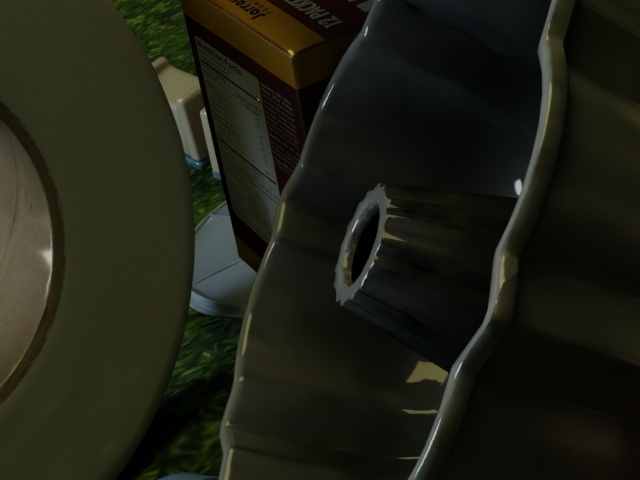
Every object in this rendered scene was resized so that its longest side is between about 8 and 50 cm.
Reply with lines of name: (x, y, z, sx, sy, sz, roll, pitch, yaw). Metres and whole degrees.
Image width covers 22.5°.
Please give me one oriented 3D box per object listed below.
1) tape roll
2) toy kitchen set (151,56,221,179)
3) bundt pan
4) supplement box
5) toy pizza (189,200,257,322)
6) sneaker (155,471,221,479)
tape roll: (-0.241, 0.009, 0.846, 0.392, 0.392, 0.072, -39, 27, -31)
toy kitchen set: (-0.079, -0.118, 1.344, 0.207, 0.122, 0.166, 25, 50, 35)
bundt pan: (0.071, 0.019, 0.689, 0.331, 0.124, 0.331, -161, 90, -75)
supplement box: (0.046, -0.080, 0.934, 0.191, 0.194, 0.129, -26, 37, -21)
toy pizza: (0.000, 0.000, 1.066, 0.201, 0.032, 0.201, -16, 27, 8)
sneaker: (-0.135, 0.186, 0.748, 0.090, 0.081, 0.232, 10, 41, 43)
